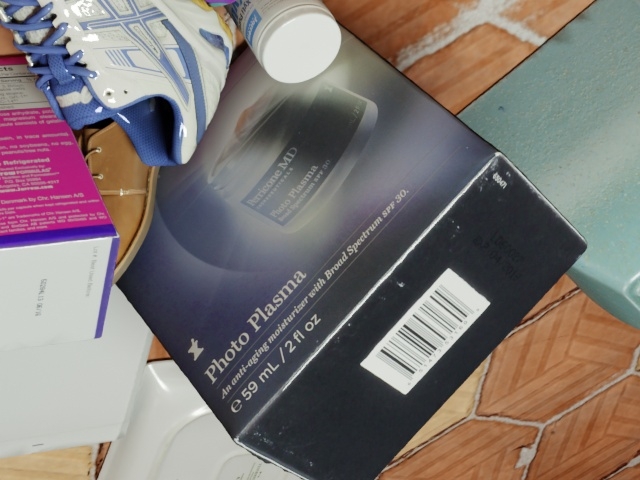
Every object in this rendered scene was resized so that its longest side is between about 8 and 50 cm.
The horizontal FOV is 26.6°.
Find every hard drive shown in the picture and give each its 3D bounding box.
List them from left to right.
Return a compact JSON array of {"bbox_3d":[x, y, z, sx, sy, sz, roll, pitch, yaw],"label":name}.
[{"bbox_3d":[-0.259,0.094,1.308,0.203,0.040,0.307,-5,135,-28],"label":"hard drive"}]

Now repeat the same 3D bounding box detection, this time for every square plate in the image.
[{"bbox_3d":[-0.092,0.264,1.589,0.344,0.049,0.347,-1,132,-32],"label":"square plate"}]

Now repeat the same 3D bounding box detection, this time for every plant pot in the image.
[{"bbox_3d":[0.318,-0.050,1.352,0.248,0.252,0.247,-39,141,11],"label":"plant pot"}]

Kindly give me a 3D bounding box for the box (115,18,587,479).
[{"bbox_3d":[0.000,0.000,1.136,0.296,0.294,0.183,-48,137,4],"label":"box"}]

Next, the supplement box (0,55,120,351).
[{"bbox_3d":[-0.244,-0.033,1.038,0.114,0.220,0.111,-6,135,-25],"label":"supplement box"}]

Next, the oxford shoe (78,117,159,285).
[{"bbox_3d":[-0.177,-0.051,1.117,0.076,0.212,0.076,-2,154,42],"label":"oxford shoe"}]

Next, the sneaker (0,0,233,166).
[{"bbox_3d":[-0.174,-0.155,0.995,0.112,0.131,0.296,-7,154,39],"label":"sneaker"}]

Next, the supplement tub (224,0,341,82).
[{"bbox_3d":[-0.035,-0.186,1.095,0.071,0.107,0.071,-17,139,-16],"label":"supplement tub"}]

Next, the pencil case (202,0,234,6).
[{"bbox_3d":[-0.102,-0.246,1.023,0.070,0.064,0.151,-23,143,12],"label":"pencil case"}]
